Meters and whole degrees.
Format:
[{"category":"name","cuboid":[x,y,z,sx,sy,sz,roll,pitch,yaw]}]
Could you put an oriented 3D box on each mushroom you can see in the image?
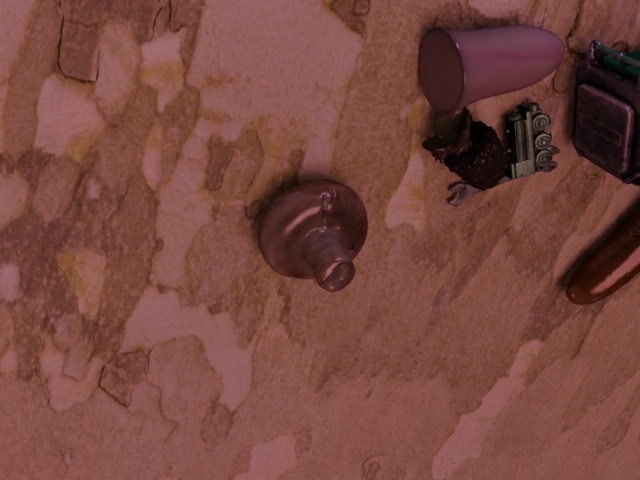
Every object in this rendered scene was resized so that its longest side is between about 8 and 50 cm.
[{"category":"mushroom","cuboid":[0.000,0.000,1.704,0.243,0.243,0.244,-11,125,-16]}]

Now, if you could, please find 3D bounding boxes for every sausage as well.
[{"category":"sausage","cuboid":[0.840,-0.013,2.116,0.136,0.123,0.501,30,107,-33]}]

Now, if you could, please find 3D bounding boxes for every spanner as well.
[{"category":"spanner","cuboid":[0.435,-0.153,1.917,0.301,0.017,0.071,-20,127,-10]}]

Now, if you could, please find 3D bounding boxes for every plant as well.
[{"category":"plant","cuboid":[0.318,-0.200,1.764,0.142,0.131,0.203,-41,137,8]}]

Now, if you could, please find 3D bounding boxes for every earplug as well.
[{"category":"earplug","cuboid":[0.371,-0.373,1.667,0.301,0.172,0.172,-16,127,-21]}]

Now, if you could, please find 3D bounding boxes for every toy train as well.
[{"category":"toy train","cuboid":[0.467,-0.227,1.845,0.111,0.071,0.171,-16,120,-5]}]

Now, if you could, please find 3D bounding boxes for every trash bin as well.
[{"category":"trash bin","cuboid":[0.775,-0.327,1.814,0.381,0.259,0.295,-22,128,-17]}]
